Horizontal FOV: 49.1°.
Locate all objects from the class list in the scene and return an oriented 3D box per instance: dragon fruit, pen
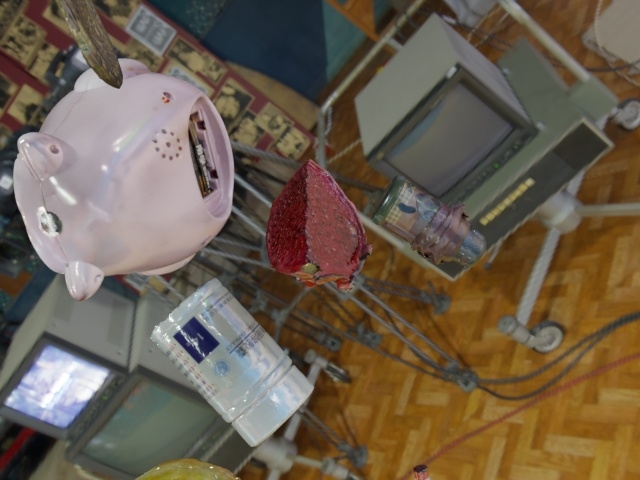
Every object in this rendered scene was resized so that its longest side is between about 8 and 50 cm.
[{"bbox_3d":[-0.003,0.008,1.248,0.126,0.161,0.274,-40,37,35],"label":"dragon fruit"},{"bbox_3d":[0.184,0.485,1.167,0.028,0.028,0.239,17,120,65],"label":"pen"}]

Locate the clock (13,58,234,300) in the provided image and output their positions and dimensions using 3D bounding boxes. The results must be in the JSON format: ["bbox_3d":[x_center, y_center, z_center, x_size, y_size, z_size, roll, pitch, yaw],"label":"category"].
[{"bbox_3d":[-0.302,-0.100,1.136,0.250,0.368,0.377,-3,23,19],"label":"clock"}]

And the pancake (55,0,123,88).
[{"bbox_3d":[-0.300,-0.280,0.889,0.021,0.199,0.199,-24,28,0],"label":"pancake"}]

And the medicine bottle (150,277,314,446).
[{"bbox_3d":[-0.184,0.260,1.487,0.190,0.332,0.190,-43,0,0],"label":"medicine bottle"}]

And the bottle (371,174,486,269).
[{"bbox_3d":[0.263,-0.038,1.644,0.156,0.271,0.143,-59,2,9],"label":"bottle"}]

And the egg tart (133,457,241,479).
[{"bbox_3d":[-0.214,0.502,1.088,0.315,0.120,0.315,-8,60,13],"label":"egg tart"}]
